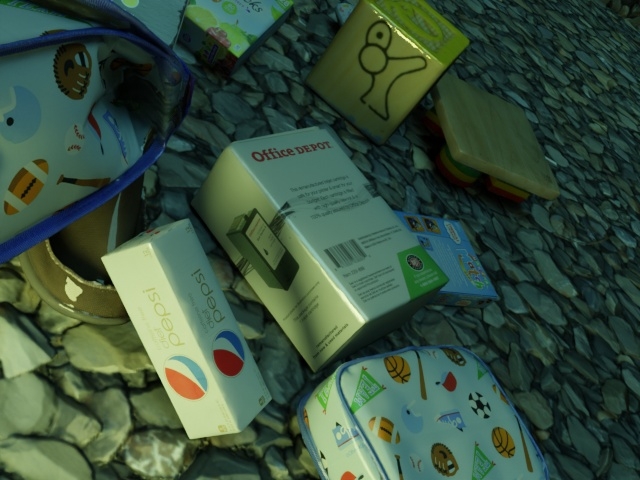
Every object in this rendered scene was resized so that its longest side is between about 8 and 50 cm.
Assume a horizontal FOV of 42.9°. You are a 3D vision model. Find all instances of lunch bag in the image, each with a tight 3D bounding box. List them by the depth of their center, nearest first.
[{"bbox_3d":[-0.350,-0.151,0.763,0.328,0.239,0.385,22,28,18],"label":"lunch bag"},{"bbox_3d":[0.122,0.249,0.948,0.303,0.115,0.243,-3,56,-45],"label":"lunch bag"},{"bbox_3d":[0.065,-0.443,1.674,0.083,0.053,0.071,15,44,-45],"label":"lunch bag"}]

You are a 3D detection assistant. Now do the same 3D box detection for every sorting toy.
[{"bbox_3d":[0.314,-0.190,1.600,0.255,0.089,0.257,18,42,-28],"label":"sorting toy"}]

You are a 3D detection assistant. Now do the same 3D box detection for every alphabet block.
[{"bbox_3d":[0.122,-0.325,1.477,0.192,0.197,0.193,40,36,-1],"label":"alphabet block"}]

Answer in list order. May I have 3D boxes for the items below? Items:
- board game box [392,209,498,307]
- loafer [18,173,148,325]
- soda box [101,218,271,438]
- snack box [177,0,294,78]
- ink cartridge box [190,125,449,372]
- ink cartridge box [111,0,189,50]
[{"bbox_3d":[0.168,0.028,1.281,0.211,0.039,0.160,7,48,-37],"label":"board game box"},{"bbox_3d":[-0.262,-0.073,0.919,0.134,0.130,0.366,10,46,-36],"label":"loafer"},{"bbox_3d":[-0.134,0.093,0.835,0.069,0.074,0.216,-41,112,-54],"label":"soda box"},{"bbox_3d":[-0.176,-0.394,1.345,0.207,0.070,0.174,40,57,-3],"label":"snack box"},{"bbox_3d":[0.000,0.000,1.087,0.211,0.121,0.289,-18,65,-50],"label":"ink cartridge box"},{"bbox_3d":[-0.328,-0.435,1.195,0.303,0.072,0.307,20,69,-23],"label":"ink cartridge box"}]
